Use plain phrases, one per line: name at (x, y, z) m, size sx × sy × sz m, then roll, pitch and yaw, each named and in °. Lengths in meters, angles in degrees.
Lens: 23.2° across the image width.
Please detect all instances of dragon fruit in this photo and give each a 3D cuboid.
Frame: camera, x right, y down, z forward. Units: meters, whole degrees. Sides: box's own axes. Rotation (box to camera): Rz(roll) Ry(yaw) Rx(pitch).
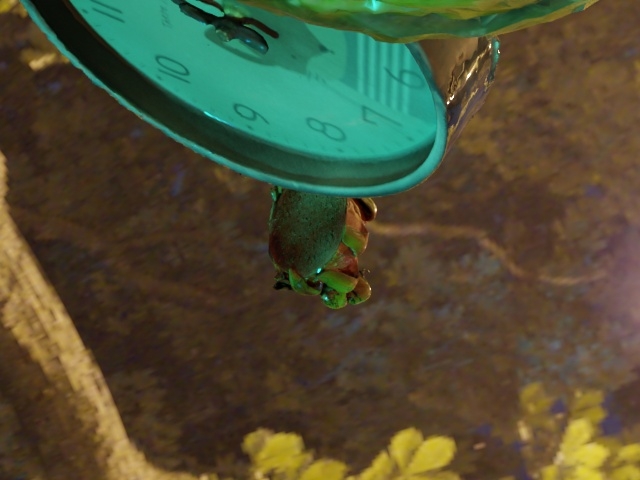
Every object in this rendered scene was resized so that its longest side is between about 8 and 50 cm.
dragon fruit at (0.000, 0.000, 1.690) m, size 0.175 × 0.142 × 0.138 m, roll 56°, pitch -176°, yaw -47°

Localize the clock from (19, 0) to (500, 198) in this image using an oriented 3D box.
clock at (-0.049, -0.143, 0.966) m, size 0.325 × 0.325 × 0.067 m, roll 39°, pitch -116°, yaw -22°

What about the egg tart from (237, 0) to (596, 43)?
egg tart at (0.036, -0.155, 0.413) m, size 0.297 × 0.297 × 0.132 m, roll 29°, pitch -141°, yaw -29°
